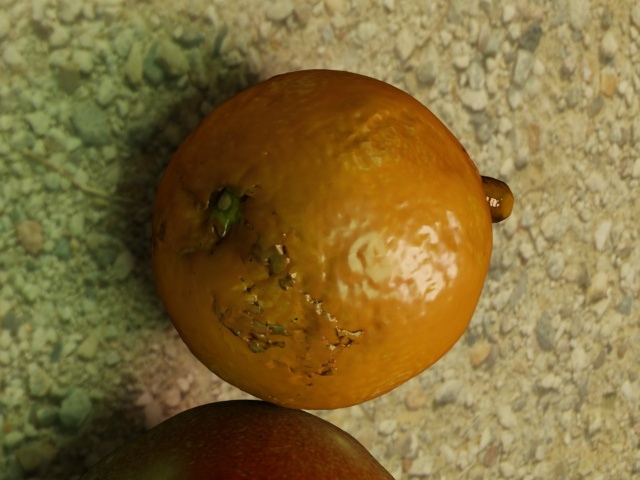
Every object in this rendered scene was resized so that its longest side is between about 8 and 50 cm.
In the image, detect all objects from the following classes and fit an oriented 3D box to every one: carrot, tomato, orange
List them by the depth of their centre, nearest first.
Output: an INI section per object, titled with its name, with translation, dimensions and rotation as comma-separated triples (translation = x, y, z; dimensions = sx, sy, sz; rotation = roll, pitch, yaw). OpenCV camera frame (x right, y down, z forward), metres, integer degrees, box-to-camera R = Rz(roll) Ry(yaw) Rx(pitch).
[orange]
translation = 0.000, 0.000, 1.242
dimensions = 0.246, 0.246, 0.246
rotation = -15, 115, -35
[tomato]
translation = -0.069, 0.261, 1.268
dimensions = 0.303, 0.239, 0.303
rotation = -12, 136, -12
[carrot]
translation = 0.092, -0.041, 1.434
dimensions = 0.170, 0.042, 0.042
rotation = 7, 102, -39
